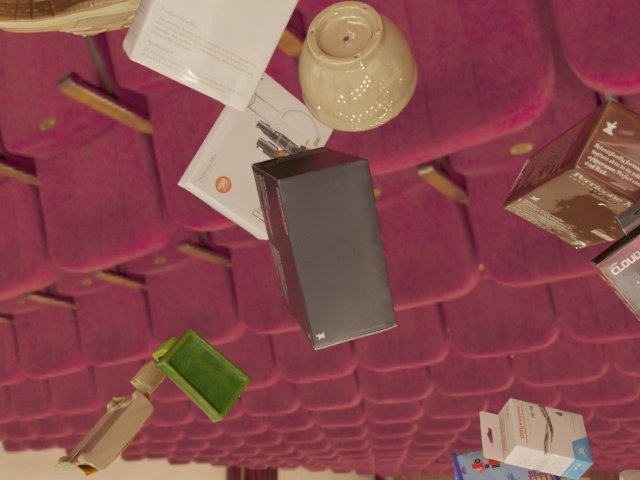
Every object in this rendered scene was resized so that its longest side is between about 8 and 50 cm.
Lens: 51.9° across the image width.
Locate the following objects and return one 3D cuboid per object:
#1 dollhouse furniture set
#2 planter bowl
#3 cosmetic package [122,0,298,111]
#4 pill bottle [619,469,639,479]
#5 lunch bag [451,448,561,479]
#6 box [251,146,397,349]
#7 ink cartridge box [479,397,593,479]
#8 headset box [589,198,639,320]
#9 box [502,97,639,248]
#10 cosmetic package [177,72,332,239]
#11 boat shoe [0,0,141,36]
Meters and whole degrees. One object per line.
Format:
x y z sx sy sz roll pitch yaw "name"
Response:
-0.303 0.331 1.198 0.151 0.301 0.197 45 145 -10 "dollhouse furniture set"
0.042 -0.240 0.860 0.162 0.162 0.109 -6 158 11 "planter bowl"
-0.149 -0.437 1.081 0.217 0.385 0.156 23 -168 -29 "cosmetic package"
0.613 0.546 1.270 0.103 0.184 0.103 1 -174 0 "pill bottle"
0.434 0.603 1.456 0.221 0.138 0.293 -10 -155 2 "lunch bag"
0.000 0.000 1.366 0.179 0.343 0.312 -15 -164 -11 "box"
0.388 0.355 1.194 0.180 0.104 0.060 14 131 -5 "ink cartridge box"
0.548 0.056 0.925 0.218 0.293 0.110 -41 170 13 "headset box"
0.497 -0.101 1.198 0.191 0.143 0.381 30 172 3 "box"
-0.169 -0.234 1.804 0.284 0.377 0.097 34 164 -25 "cosmetic package"
-0.438 -0.424 1.212 0.341 0.121 0.110 -6 158 0 "boat shoe"
